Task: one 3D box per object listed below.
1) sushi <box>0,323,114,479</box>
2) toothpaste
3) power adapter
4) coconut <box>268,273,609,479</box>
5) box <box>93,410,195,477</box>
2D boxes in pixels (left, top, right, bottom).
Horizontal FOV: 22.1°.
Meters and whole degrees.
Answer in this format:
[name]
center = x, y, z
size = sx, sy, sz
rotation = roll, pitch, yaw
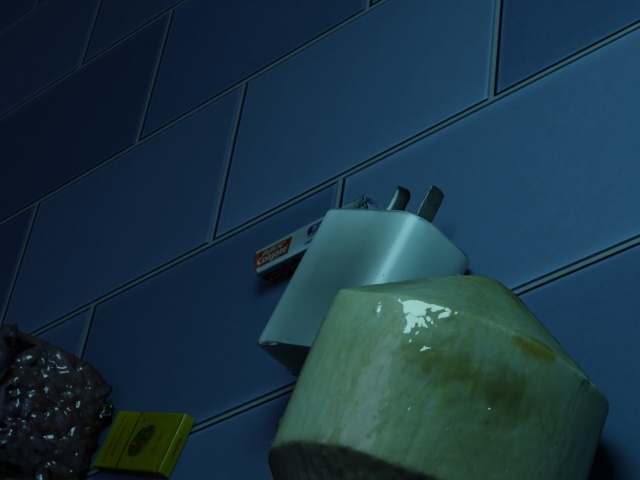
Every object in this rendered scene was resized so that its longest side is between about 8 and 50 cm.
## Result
[sushi]
center = -0.429, 0.260, 2.248
size = 0.236, 0.171, 0.270
rotation = -10, 51, 47
[toothpaste]
center = 0.000, 0.000, 2.100
size = 0.196, 0.047, 0.040
rotation = -27, 53, 33
[power adapter]
center = 0.063, 0.046, 1.893
size = 0.187, 0.124, 0.255
rotation = 3, 59, 51
[coconut]
center = 0.110, 0.177, 1.546
size = 0.323, 0.323, 0.323
rotation = -32, 36, 27
[box]
center = -0.231, 0.264, 2.135
size = 0.155, 0.023, 0.087
rotation = -5, 51, 50
